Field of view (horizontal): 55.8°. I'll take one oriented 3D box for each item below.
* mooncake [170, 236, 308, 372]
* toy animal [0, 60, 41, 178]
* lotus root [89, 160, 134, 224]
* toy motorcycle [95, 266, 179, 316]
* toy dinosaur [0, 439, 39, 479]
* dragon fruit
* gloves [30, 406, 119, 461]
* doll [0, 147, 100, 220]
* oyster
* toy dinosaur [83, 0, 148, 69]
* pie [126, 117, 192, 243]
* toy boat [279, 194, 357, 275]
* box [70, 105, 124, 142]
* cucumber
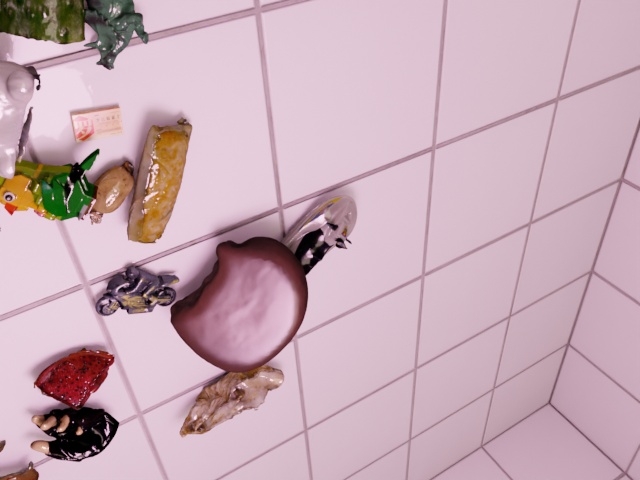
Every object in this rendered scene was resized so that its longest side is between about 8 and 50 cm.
[{"bbox_3d":[-0.198,0.154,1.488,0.333,0.174,0.326,3,101,-2],"label":"mooncake"},{"bbox_3d":[-0.582,-0.236,0.934,0.249,0.174,0.289,-44,140,16],"label":"toy animal"},{"bbox_3d":[-0.432,-0.096,1.236,0.152,0.063,0.072,-56,146,7],"label":"lotus root"},{"bbox_3d":[-0.424,0.113,1.408,0.193,0.061,0.124,-7,124,-32],"label":"toy motorcycle"},{"bbox_3d":[-0.845,0.588,1.446,0.327,0.112,0.207,-15,105,-42],"label":"toy dinosaur"},{"bbox_3d":[-0.582,0.318,1.445,0.127,0.120,0.161,39,64,-9],"label":"dragon fruit"},{"bbox_3d":[-0.620,0.465,1.492,0.164,0.124,0.203,-47,124,-10],"label":"gloves"},{"bbox_3d":[-0.509,-0.104,1.138,0.186,0.106,0.135,-3,117,-16],"label":"doll"},{"bbox_3d":[-0.264,0.453,1.764,0.341,0.110,0.166,-32,142,-17],"label":"oyster"},{"bbox_3d":[-0.329,-0.430,1.026,0.120,0.079,0.292,27,111,-10],"label":"toy dinosaur"},{"bbox_3d":[-0.336,-0.122,1.268,0.128,0.068,0.283,-20,133,-57],"label":"pie"},{"bbox_3d":[-0.006,0.000,1.590,0.269,0.141,0.140,-37,139,14],"label":"toy boat"},{"bbox_3d":[-0.430,-0.225,1.169,0.093,0.015,0.058,-17,133,-28],"label":"box"},{"bbox_3d":[-0.426,-0.430,0.935,0.134,0.134,0.245,-4,117,-35],"label":"cucumber"}]
